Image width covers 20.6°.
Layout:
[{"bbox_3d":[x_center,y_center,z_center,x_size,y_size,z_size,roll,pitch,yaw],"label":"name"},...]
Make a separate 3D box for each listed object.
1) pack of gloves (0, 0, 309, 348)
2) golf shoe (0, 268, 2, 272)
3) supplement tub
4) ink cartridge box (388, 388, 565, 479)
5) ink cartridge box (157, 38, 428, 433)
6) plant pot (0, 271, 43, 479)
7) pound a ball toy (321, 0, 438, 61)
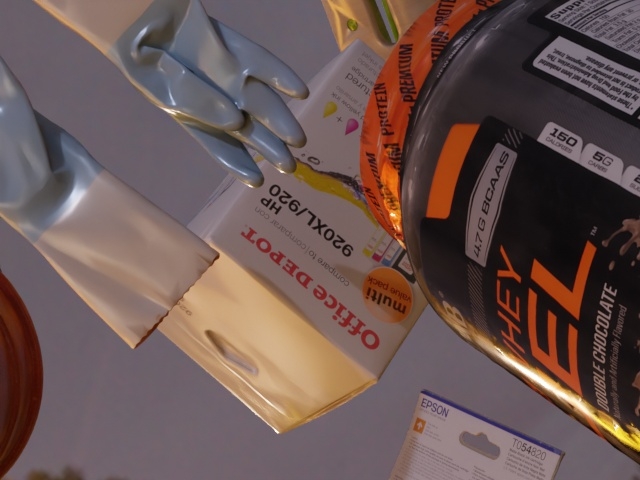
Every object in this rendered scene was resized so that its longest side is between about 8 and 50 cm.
[{"bbox_3d":[-0.131,-0.082,1.111,0.195,0.232,0.046,-47,-6,4],"label":"pack of gloves"},{"bbox_3d":[-0.368,0.042,1.737,0.067,0.086,0.186,-27,15,27],"label":"golf shoe"},{"bbox_3d":[0.179,0.001,0.813,0.207,0.338,0.207,-17,-57,-29],"label":"supplement tub"},{"bbox_3d":[0.152,0.296,1.863,0.045,0.223,0.224,22,-90,-41],"label":"ink cartridge box"},{"bbox_3d":[0.000,0.000,1.384,0.232,0.171,0.168,-55,10,-32],"label":"ink cartridge box"},{"bbox_3d":[-0.374,0.130,1.434,0.272,0.272,0.265,-50,6,1],"label":"plant pot"},{"bbox_3d":[0.078,-0.336,1.710,0.136,0.319,0.208,-12,14,34],"label":"pound a ball toy"}]
